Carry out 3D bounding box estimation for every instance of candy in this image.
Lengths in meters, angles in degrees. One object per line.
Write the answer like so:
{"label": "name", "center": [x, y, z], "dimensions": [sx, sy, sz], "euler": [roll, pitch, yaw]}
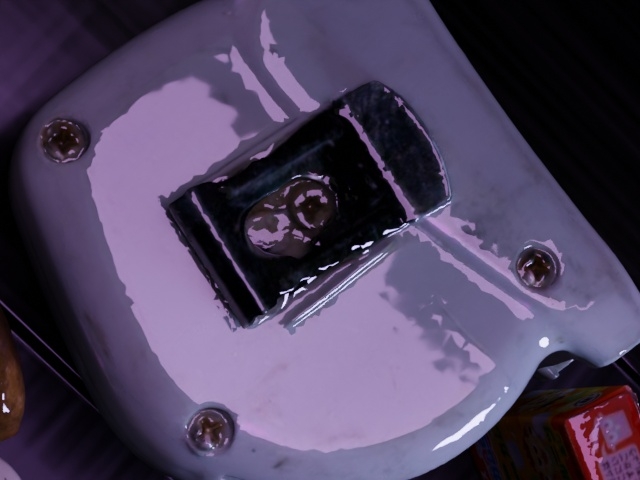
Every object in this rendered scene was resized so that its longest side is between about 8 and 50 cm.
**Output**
{"label": "candy", "center": [0.114, 0.104, 0.913], "dimensions": [0.038, 0.122, 0.062], "euler": [-22, 92, -21]}

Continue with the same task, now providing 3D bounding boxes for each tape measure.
{"label": "tape measure", "center": [0.001, -0.001, 0.870], "dimensions": [0.246, 0.125, 0.243], "euler": [-36, 90, -19]}

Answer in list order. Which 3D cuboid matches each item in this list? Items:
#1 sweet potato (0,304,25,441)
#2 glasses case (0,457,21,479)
{"label": "sweet potato", "center": [-0.195, -0.050, 0.832], "dimensions": [0.097, 0.097, 0.292], "euler": [-20, 99, -21]}
{"label": "glasses case", "center": [-0.217, 0.150, 0.823], "dimensions": [0.204, 0.051, 0.081], "euler": [-17, 88, -21]}
